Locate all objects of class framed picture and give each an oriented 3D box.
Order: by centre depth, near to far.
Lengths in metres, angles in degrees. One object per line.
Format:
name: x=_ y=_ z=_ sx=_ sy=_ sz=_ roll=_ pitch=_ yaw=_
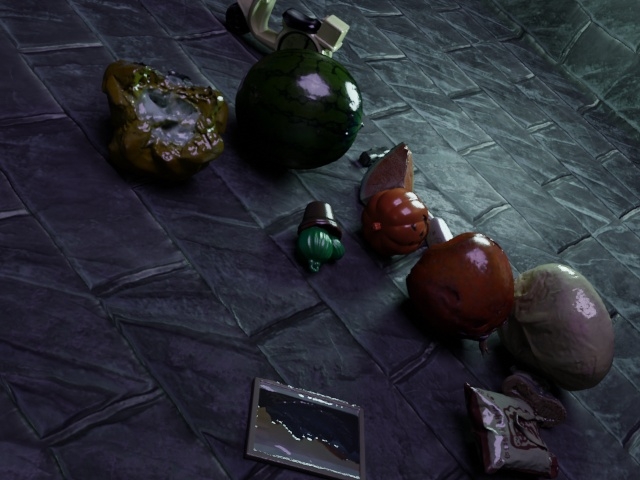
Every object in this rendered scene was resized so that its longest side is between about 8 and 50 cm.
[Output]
framed picture: x=-0.027 y=0.397 z=1.553 sx=0.265 sy=0.018 sz=0.192 roll=19 pitch=41 yaw=-17

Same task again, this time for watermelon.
watermelon: x=-0.055 y=-0.359 z=2.057 sx=0.363 sy=0.363 sz=0.363 roll=18 pitch=42 yaw=-17
watermelon: x=0.195 y=-0.169 z=2.207 sx=0.146 sy=0.128 sz=0.231 roll=-1 pitch=53 yaw=18

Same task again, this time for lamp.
lamp: x=0.197 y=-0.048 z=2.021 sx=0.163 sy=0.188 sz=0.188 roll=-15 pitch=59 yaw=-40

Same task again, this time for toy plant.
toy plant: x=0.000 y=0.000 z=1.912 sx=0.142 sy=0.105 sz=0.201 roll=22 pitch=57 yaw=-35

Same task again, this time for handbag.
handbag: x=0.434 y=0.449 z=1.728 sx=0.235 sy=0.127 sz=0.213 roll=21 pitch=41 yaw=-33

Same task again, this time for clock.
clock: x=-0.112 y=-0.705 z=2.415 sx=0.379 sy=0.276 sz=0.120 roll=38 pitch=38 yaw=0

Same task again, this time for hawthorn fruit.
hawthorn fruit: x=0.376 y=0.146 z=1.905 sx=0.276 sy=0.276 sz=0.308 roll=-10 pitch=70 yaw=-40

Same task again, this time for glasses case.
glasses case: x=0.352 y=0.017 z=2.143 sx=0.049 sy=0.074 sz=0.193 roll=7 pitch=47 yaw=-29

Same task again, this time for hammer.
hammer: x=0.267 y=-0.146 z=2.284 sx=0.111 sy=0.043 sz=0.365 roll=-20 pitch=65 yaw=-46

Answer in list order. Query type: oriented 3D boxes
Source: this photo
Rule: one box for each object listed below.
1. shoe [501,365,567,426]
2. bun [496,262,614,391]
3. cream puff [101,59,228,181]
shoe: x=0.542 y=0.393 z=1.891 sx=0.180 sy=0.089 sz=0.092 roll=37 pitch=28 yaw=1
bun: x=0.590 y=0.235 z=1.912 sx=0.213 sy=0.361 sz=0.361 roll=-23 pitch=60 yaw=-10
cream puff: x=-0.404 y=-0.292 z=1.858 sx=0.323 sy=0.270 sz=0.274 roll=20 pitch=7 yaw=-17
